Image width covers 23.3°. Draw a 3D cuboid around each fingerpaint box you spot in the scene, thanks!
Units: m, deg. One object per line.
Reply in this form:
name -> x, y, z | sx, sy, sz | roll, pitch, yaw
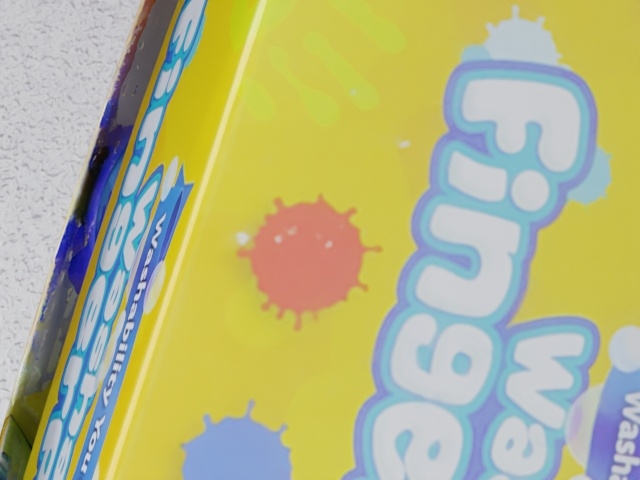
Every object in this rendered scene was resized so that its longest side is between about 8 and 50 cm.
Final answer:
fingerpaint box -> 0.000, 0.000, 0.551 | 0.371, 0.163, 0.445 | -171, 100, -77
